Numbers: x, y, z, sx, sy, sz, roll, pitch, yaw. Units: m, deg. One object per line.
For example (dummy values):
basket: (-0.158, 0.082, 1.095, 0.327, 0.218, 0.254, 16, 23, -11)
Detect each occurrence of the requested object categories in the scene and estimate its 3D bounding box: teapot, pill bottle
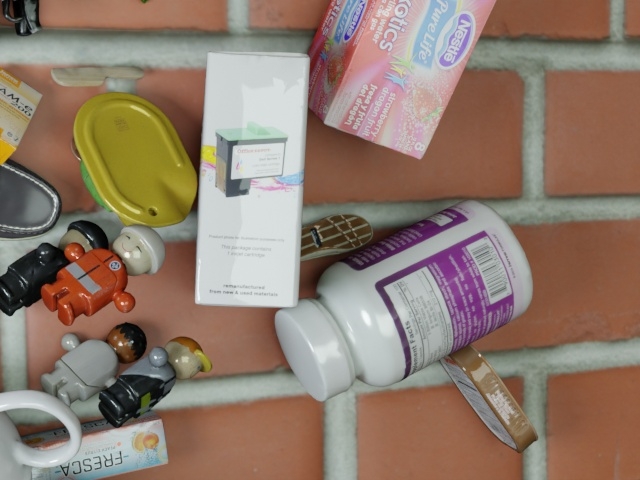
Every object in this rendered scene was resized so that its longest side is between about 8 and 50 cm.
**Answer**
teapot: (-0.391, 0.268, 1.303, 0.187, 0.256, 0.253, 25, 77, -28)
pill bottle: (0.101, 0.080, 1.526, 0.301, 0.169, 0.169, -25, 104, -18)

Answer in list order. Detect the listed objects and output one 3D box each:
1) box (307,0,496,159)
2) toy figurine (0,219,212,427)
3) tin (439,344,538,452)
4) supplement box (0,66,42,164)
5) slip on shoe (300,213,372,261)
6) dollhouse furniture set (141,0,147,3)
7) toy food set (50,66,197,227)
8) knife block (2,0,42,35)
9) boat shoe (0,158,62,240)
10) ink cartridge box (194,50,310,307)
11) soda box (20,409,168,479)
box: (0.102, -0.272, 1.459, 0.142, 0.154, 0.300, 18, 105, -23)
toy figurine: (-0.242, 0.087, 1.365, 0.148, 0.213, 0.210, -36, 111, -33)
tin: (0.221, 0.206, 1.620, 0.040, 0.106, 0.190, -40, 108, -14)
supplement box: (-0.358, -0.140, 1.355, 0.062, 0.036, 0.098, 34, 41, -22)
slip on shoe: (0.000, 0.000, 1.544, 0.135, 0.041, 0.051, -18, 87, -23)
dollhouse furniture set: (-0.236, -0.357, 1.422, 0.076, 0.058, 0.152, -38, 89, -7)
toy food set: (-0.231, -0.097, 1.412, 0.128, 0.071, 0.218, -14, 71, -36)
knife block: (-0.368, -0.358, 1.346, 0.088, 0.242, 0.276, -6, 52, -23)
boat shoe: (-0.418, -0.067, 1.335, 0.285, 0.092, 0.103, 23, 86, -23)
ink cartridge box: (-0.081, -0.065, 1.397, 0.117, 0.201, 0.278, 3, 89, -5)
soda box: (-0.277, 0.251, 1.440, 0.183, 0.063, 0.058, -9, 97, -21)
